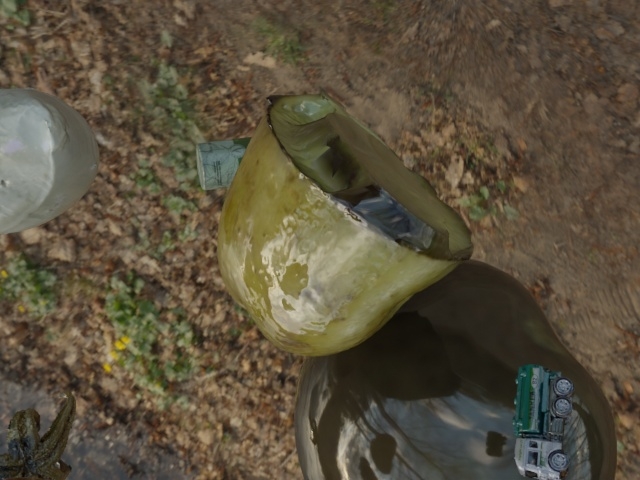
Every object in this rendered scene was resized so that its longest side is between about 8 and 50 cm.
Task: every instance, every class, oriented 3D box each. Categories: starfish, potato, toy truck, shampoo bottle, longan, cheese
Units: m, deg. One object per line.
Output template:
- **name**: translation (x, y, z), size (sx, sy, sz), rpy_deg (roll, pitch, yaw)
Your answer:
- **starfish**: translation (-0.392, 0.296, 1.104), size (0.074, 0.190, 0.146), rpy_deg (13, 138, 42)
- **potato**: translation (0.000, 0.000, 0.786), size (0.242, 0.285, 0.242), rpy_deg (-17, 132, -20)
- **toy truck**: translation (0.162, 0.134, 0.592), size (0.044, 0.039, 0.083), rpy_deg (3, 66, 18)
- **shampoo bottle**: translation (-0.051, -0.104, 1.022), size (0.204, 0.065, 0.065), rpy_deg (-8, 108, -13)
- **longan**: translation (0.144, 0.215, 0.950), size (0.336, 0.404, 0.404), rpy_deg (18, 115, -36)
- **cheese**: translation (-0.357, -0.094, 0.964), size (0.198, 0.189, 0.154), rpy_deg (-31, 104, 14)

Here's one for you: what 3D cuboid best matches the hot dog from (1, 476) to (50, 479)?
- **hot dog**: translation (-0.304, 0.265, 0.585), size (0.272, 0.122, 0.196), rpy_deg (-7, 120, -14)
